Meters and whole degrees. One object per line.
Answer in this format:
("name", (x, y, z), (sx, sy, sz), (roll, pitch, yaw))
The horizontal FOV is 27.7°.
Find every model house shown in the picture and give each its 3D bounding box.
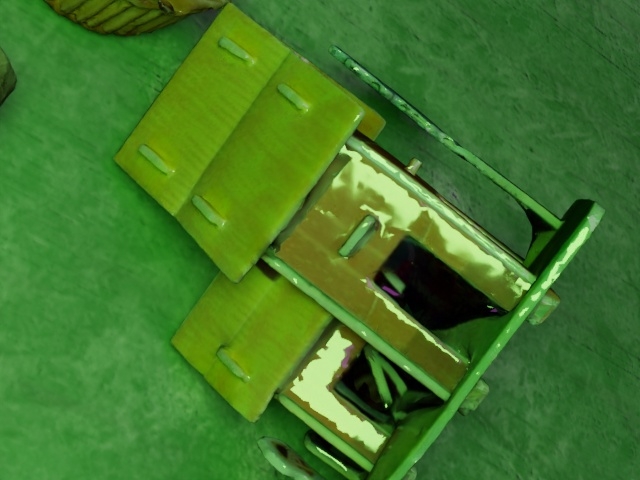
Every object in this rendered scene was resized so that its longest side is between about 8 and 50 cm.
("model house", (0.000, 0.000, 1.016), (0.323, 0.340, 0.300), (38, 97, 3))

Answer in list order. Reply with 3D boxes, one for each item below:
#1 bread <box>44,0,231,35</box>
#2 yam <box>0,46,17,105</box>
("bread", (-0.145, -0.254, 0.976), (0.199, 0.104, 0.199), (9, 76, -40))
("yam", (-0.294, -0.047, 0.803), (0.106, 0.106, 0.259), (45, 55, -20))
